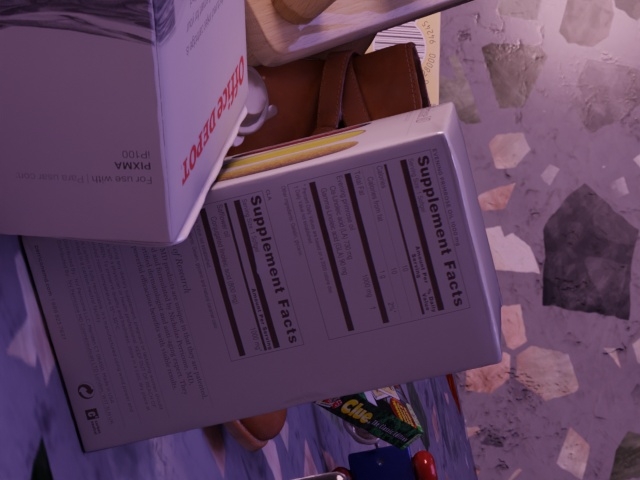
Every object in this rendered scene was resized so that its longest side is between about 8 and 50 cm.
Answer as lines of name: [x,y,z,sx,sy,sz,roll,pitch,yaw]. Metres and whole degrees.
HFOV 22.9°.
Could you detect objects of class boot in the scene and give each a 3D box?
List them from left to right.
boot: [0.000,0.000,1.176,0.109,0.220,0.283,34,43,-77]

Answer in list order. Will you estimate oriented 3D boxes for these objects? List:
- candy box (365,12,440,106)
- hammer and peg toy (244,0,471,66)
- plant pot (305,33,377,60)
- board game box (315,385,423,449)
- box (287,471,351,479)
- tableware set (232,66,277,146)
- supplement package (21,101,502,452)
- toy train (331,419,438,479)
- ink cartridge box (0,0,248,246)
candy box: [0.042,-0.064,1.487,0.183,0.087,0.317,177,-85,-73]
hammer and peg toy: [-0.037,-0.252,1.053,0.127,0.361,0.266,-33,-99,54]
plant pot: [-0.043,-0.209,1.316,0.254,0.237,0.237,94,-13,-67]
board game box: [-0.006,0.048,1.316,0.136,0.030,0.260,30,26,-47]
box: [-0.026,0.316,0.681,0.296,0.182,0.294,-91,164,-46]
tableware set: [-0.097,-0.110,1.072,0.141,0.020,0.169,-44,110,-38]
supplement package: [-0.025,0.018,0.924,0.139,0.244,0.134,-64,140,-77]
toy train: [0.064,0.246,1.619,0.143,0.105,0.248,83,-4,-76]
ink cartridge box: [-0.114,-0.165,0.806,0.207,0.117,0.283,-72,163,-61]
